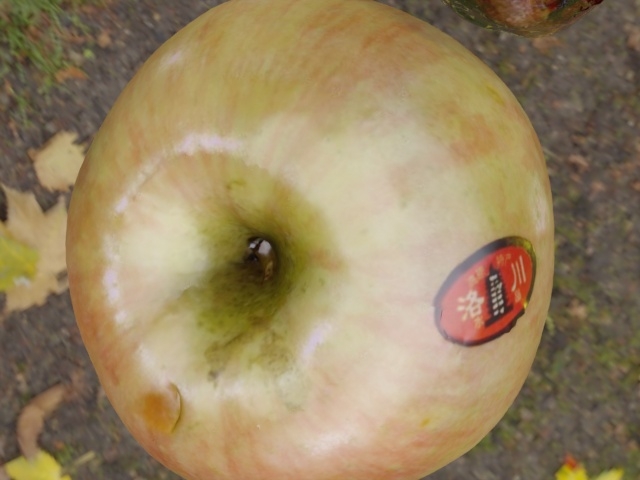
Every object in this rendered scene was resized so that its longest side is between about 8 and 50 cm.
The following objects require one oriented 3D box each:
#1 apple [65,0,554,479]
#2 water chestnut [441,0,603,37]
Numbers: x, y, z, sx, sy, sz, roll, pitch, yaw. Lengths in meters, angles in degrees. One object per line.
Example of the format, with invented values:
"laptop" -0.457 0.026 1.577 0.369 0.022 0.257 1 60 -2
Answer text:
"apple" 0.000 0.000 1.155 0.346 0.391 0.392 -13 127 -67
"water chestnut" 0.256 -0.381 1.581 0.350 0.302 0.351 -13 105 -57
